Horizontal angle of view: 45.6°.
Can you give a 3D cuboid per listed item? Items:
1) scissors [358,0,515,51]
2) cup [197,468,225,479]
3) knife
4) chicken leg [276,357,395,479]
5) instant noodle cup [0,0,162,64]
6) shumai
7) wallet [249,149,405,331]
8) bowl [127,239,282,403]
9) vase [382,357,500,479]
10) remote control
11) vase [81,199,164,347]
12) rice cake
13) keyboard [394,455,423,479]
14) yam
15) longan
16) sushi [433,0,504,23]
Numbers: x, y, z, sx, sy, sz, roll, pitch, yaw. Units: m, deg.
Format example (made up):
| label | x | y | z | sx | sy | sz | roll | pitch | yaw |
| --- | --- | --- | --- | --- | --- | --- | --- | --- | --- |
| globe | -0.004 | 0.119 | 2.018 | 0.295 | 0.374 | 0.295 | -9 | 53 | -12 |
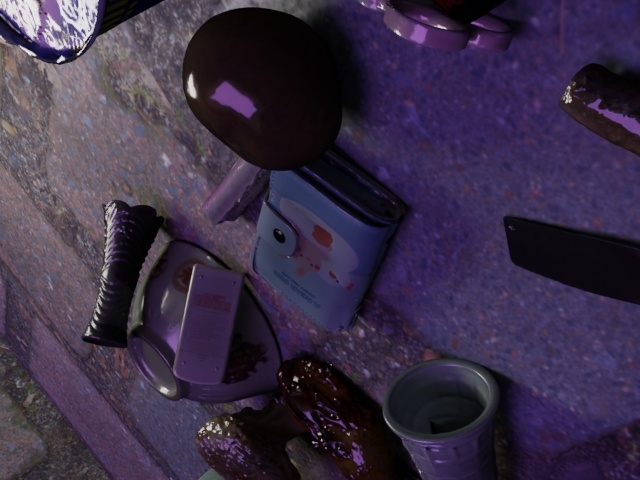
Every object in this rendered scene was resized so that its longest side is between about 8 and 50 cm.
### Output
| label | x | y | z | sx | sy | sz | roll | pitch | yaw |
| --- | --- | --- | --- | --- | --- | --- | --- | --- | --- |
| scissors | 0.065 | -0.226 | 0.697 | 0.242 | 0.118 | 0.030 | 44 | 131 | 41 |
| cup | -0.082 | 0.596 | 1.409 | 0.392 | 0.310 | 0.400 | 35 | 136 | 33 |
| knife | 0.281 | 0.028 | 0.714 | 0.245 | 0.019 | 0.072 | 17 | 136 | 46 |
| chicken leg | 0.037 | 0.318 | 1.192 | 0.322 | 0.083 | 0.177 | 42 | 145 | 24 |
| instant noodle cup | -0.140 | -0.332 | 0.638 | 0.284 | 0.312 | 0.284 | 30 | 138 | 31 |
| shumai | -0.105 | 0.357 | 1.353 | 0.210 | 0.152 | 0.161 | 30 | 148 | 2 |
| wallet | 0.000 | 0.000 | 0.981 | 0.176 | 0.075 | 0.250 | 37 | 144 | 14 |
| bowl | -0.238 | 0.181 | 1.354 | 0.337 | 0.158 | 0.337 | 31 | 140 | 29 |
| vase | 0.179 | 0.309 | 0.982 | 0.143 | 0.143 | 0.298 | 16 | 133 | 43 |
| remote control | -0.180 | 0.137 | 1.227 | 0.029 | 0.088 | 0.189 | 175 | 106 | -84 |
| vase | -0.343 | 0.060 | 1.296 | 0.116 | 0.237 | 0.115 | 9 | 163 | 3 |
| rice cake | -0.103 | -0.087 | 1.047 | 0.270 | 0.049 | 0.055 | -39 | 74 | 58 |
| keyboard | 0.125 | 0.370 | 1.203 | 0.196 | 0.018 | 0.060 | 32 | 143 | 30 |
| yam | 0.308 | -0.051 | 0.574 | 0.274 | 0.061 | 0.061 | 39 | 144 | 23 |
| longan | -0.060 | -0.164 | 0.829 | 0.167 | 0.167 | 0.187 | -25 | 96 | 56 |
| sushi | 0.130 | -0.260 | 0.538 | 0.126 | 0.136 | 0.225 | 57 | 153 | 1 |
